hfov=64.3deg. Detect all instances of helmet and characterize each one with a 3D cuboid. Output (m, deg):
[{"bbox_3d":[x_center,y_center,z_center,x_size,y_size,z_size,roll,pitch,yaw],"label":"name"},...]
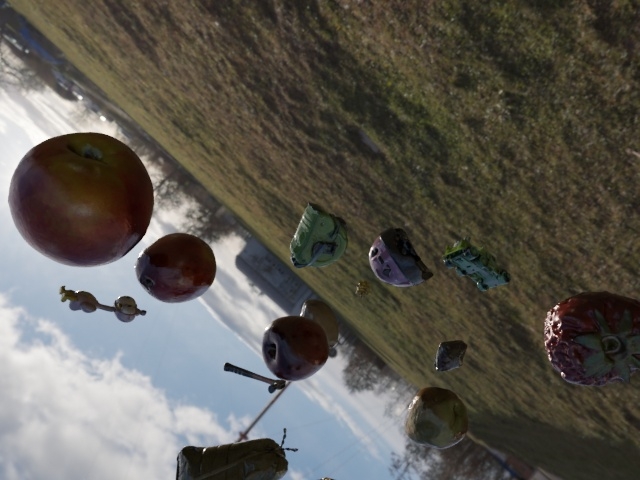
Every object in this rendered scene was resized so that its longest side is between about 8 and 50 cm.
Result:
[{"bbox_3d":[0.238,0.065,1.580,0.198,0.154,0.253,58,-175,21],"label":"helmet"}]

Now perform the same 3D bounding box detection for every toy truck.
[{"bbox_3d":[0.586,0.075,1.882,0.260,0.135,0.128,35,142,-20],"label":"toy truck"}]

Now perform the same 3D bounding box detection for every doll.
[{"bbox_3d":[-0.924,0.278,2.178,0.366,0.094,0.160,18,-172,-36],"label":"doll"}]

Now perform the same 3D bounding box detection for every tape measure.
[{"bbox_3d":[0.000,0.000,1.357,0.154,0.177,0.087,12,-153,-35],"label":"tape measure"}]

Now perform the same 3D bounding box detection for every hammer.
[{"bbox_3d":[-0.244,0.487,1.835,0.288,0.033,0.111,7,-172,34],"label":"hammer"}]

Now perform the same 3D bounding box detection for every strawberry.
[{"bbox_3d":[0.839,0.273,1.596,0.295,0.317,0.345,43,-167,-13],"label":"strawberry"}]

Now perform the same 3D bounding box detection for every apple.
[{"bbox_3d":[-0.086,0.357,1.692,0.201,0.218,0.218,-4,-148,-44],"label":"apple"}]

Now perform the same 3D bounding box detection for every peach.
[{"bbox_3d":[-0.488,0.093,1.698,0.281,0.237,0.281,8,-167,-2],"label":"peach"},{"bbox_3d":[0.406,0.646,1.850,0.214,0.236,0.214,37,-141,-37],"label":"peach"},{"bbox_3d":[-0.639,-0.098,1.381,0.388,0.388,0.388,40,177,3],"label":"peach"}]

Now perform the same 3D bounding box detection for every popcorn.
[{"bbox_3d":[0.194,0.222,2.311,0.057,0.083,0.082,10,-179,17],"label":"popcorn"}]

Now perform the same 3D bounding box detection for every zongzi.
[{"bbox_3d":[-0.297,0.959,1.828,0.218,0.501,0.466,66,-165,-46],"label":"zongzi"}]

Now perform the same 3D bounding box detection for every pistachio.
[{"bbox_3d":[-0.007,0.352,2.141,0.223,0.152,0.126,65,166,-2],"label":"pistachio"}]

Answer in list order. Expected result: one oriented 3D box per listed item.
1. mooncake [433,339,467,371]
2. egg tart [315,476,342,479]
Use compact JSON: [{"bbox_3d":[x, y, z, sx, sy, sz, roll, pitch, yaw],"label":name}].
[{"bbox_3d":[0.527,0.466,2.059,0.073,0.125,0.129,43,137,52],"label":"mooncake"},{"bbox_3d":[0.010,0.706,1.442,0.129,0.129,0.049,-171,59,-84],"label":"egg tart"}]
